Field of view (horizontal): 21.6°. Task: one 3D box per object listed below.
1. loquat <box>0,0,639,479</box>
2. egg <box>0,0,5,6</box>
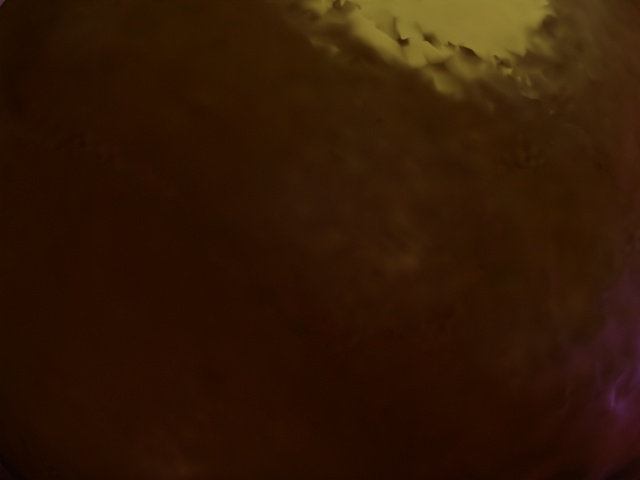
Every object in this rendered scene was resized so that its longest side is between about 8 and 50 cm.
[{"bbox_3d":[0.000,0.000,0.685,0.328,0.328,0.328,22,10,-4],"label":"loquat"},{"bbox_3d":[-0.306,-0.146,0.935,0.279,0.279,0.310,31,9,38],"label":"egg"}]
